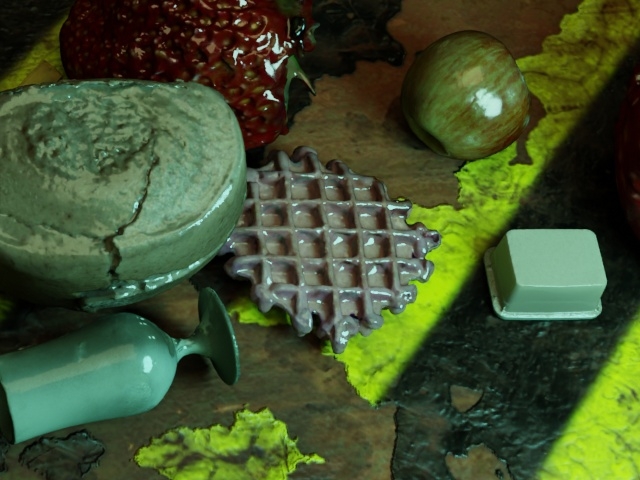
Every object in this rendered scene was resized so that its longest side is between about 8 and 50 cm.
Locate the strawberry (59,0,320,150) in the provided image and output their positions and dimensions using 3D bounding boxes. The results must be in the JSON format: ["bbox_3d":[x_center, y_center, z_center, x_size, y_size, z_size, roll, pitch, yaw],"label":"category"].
[{"bbox_3d":[-0.133,-0.219,2.074,0.258,0.261,0.261,11,55,-14],"label":"strawberry"}]

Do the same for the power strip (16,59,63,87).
[{"bbox_3d":[-0.329,-0.122,2.072,0.028,0.049,0.178,36,56,3],"label":"power strip"}]

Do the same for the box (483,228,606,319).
[{"bbox_3d":[0.241,0.033,2.096,0.122,0.062,0.089,0,57,-13],"label":"box"}]

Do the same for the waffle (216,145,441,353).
[{"bbox_3d":[0.000,0.000,2.065,0.234,0.055,0.221,39,57,14],"label":"waffle"}]

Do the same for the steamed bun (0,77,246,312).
[{"bbox_3d":[-0.212,-0.025,1.916,0.301,0.251,0.199,-6,67,-8],"label":"steamed bun"}]

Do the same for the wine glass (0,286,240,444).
[{"bbox_3d":[-0.202,0.123,1.909,0.231,0.103,0.103,-15,62,-18],"label":"wine glass"}]

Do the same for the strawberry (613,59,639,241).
[{"bbox_3d":[0.434,-0.120,2.133,0.317,0.295,0.345,36,19,-32],"label":"strawberry"}]

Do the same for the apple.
[{"bbox_3d":[0.157,-0.155,2.154,0.131,0.146,0.146,-37,70,-9],"label":"apple"}]
